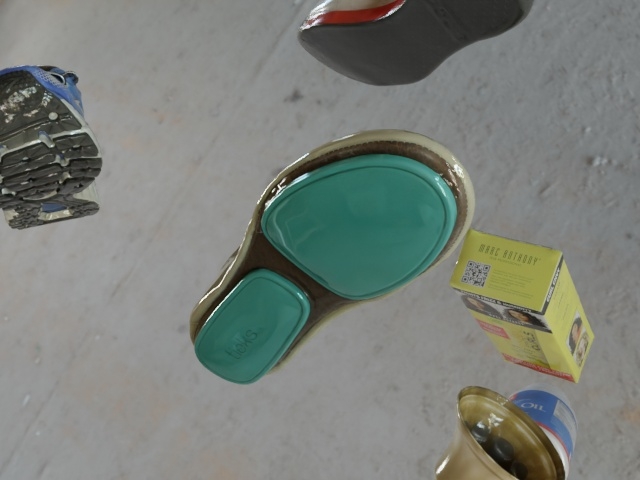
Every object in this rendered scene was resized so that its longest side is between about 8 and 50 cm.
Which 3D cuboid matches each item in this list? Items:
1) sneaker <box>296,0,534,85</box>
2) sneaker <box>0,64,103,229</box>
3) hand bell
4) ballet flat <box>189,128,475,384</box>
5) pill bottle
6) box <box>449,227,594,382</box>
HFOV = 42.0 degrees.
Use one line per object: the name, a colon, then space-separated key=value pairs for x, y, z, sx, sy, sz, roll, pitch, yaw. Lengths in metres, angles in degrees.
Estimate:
sneaker: x=0.082 y=-0.204 z=0.596 sx=0.145 sy=0.090 sz=0.270 roll=-65 pitch=20 yaw=-10
sneaker: x=-0.289 y=-0.107 z=0.812 sx=0.330 sy=0.130 sz=0.147 roll=149 pitch=106 yaw=-72
hand bell: x=0.114 y=0.271 z=0.829 sx=0.242 sy=0.126 sz=0.126 roll=-53 pitch=36 yaw=24
ballet flat: x=0.000 y=0.000 z=0.446 sx=0.248 sy=0.086 sz=0.086 roll=-39 pitch=36 yaw=48
pill bottle: x=0.330 y=0.300 z=1.290 sx=0.124 sy=0.221 sz=0.124 roll=4 pitch=102 yaw=20
box: x=0.194 y=0.067 z=0.776 sx=0.087 sy=0.232 sz=0.058 roll=16 pitch=75 yaw=29
